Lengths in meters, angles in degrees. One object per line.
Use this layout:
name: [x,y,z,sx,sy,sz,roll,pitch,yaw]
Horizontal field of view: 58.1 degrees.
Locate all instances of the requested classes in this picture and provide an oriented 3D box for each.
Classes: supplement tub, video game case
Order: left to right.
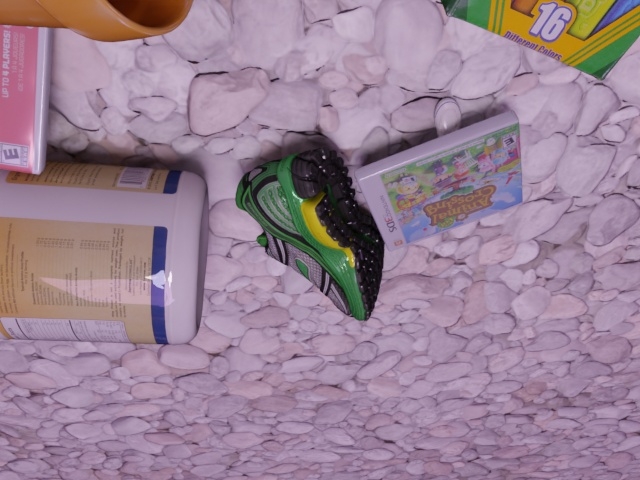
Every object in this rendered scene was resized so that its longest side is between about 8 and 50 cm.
video game case: [-0.435,-0.190,0.599,0.285,0.025,0.204,8,107,-12]
supplement tub: [-0.310,0.014,0.736,0.316,0.228,0.228,4,135,-8]
video game case: [0.171,-0.071,0.794,0.212,0.023,0.193,-20,146,8]

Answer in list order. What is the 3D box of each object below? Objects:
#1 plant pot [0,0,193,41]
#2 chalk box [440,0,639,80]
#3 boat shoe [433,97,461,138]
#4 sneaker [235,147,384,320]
plant pot: [-0.239,-0.267,0.491,0.187,0.205,0.205,-3,138,20]
chalk box: [0.232,-0.321,0.472,0.179,0.180,0.289,14,132,-18]
boat shoe: [0.168,-0.138,0.755,0.035,0.035,0.100,-6,136,1]
sneaker: [0.000,0.000,0.841,0.146,0.134,0.343,-2,141,27]
